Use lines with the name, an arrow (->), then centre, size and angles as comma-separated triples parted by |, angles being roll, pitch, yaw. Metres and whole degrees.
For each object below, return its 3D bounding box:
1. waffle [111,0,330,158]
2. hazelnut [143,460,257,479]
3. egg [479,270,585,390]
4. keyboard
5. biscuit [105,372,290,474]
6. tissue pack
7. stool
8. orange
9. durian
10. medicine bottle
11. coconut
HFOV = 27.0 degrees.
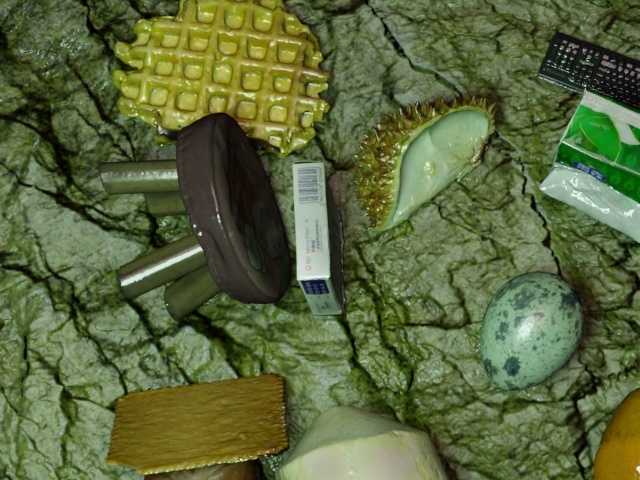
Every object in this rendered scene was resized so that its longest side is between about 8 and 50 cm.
waffle -> -0.146, -0.240, 1.969 | 0.312, 0.060, 0.307 | -24, 71, -5
hazelnut -> -0.160, 0.311, 1.753 | 0.150, 0.150, 0.150 | -1, 73, 2
egg -> 0.283, 0.124, 1.802 | 0.132, 0.132, 0.172 | 29, 87, 10
keyboard -> 0.439, -0.234, 1.964 | 0.230, 0.025, 0.093 | 21, 72, 8
biscuit -> -0.160, 0.240, 1.754 | 0.237, 0.232, 0.013 | -9, 111, 0
tissue pack -> 0.426, -0.088, 1.854 | 0.209, 0.148, 0.156 | 26, 75, 9
stool -> -0.166, -0.023, 1.813 | 0.178, 0.272, 0.272 | -18, 72, 13
orange -> 0.466, 0.291, 1.722 | 0.240, 0.171, 0.240 | 1, 82, -8
durian -> 0.140, -0.128, 1.918 | 0.252, 0.144, 0.139 | -37, 113, -16
medicine bottle -> 0.000, 0.000, 1.815 | 0.052, 0.201, 0.171 | -5, 74, 5
coconut -> 0.058, 0.316, 1.710 | 0.197, 0.237, 0.237 | -32, 71, 29
